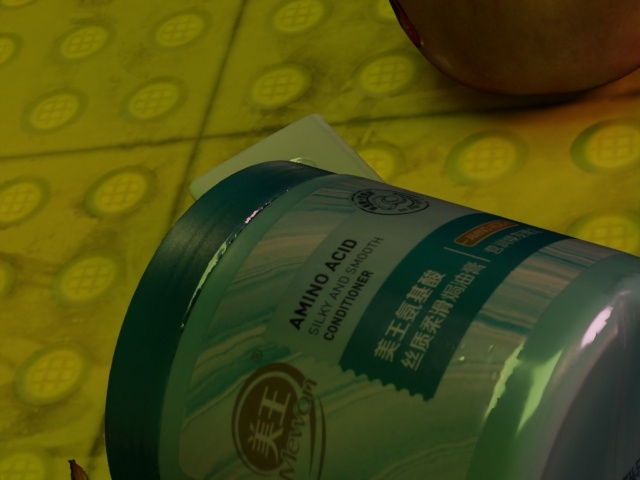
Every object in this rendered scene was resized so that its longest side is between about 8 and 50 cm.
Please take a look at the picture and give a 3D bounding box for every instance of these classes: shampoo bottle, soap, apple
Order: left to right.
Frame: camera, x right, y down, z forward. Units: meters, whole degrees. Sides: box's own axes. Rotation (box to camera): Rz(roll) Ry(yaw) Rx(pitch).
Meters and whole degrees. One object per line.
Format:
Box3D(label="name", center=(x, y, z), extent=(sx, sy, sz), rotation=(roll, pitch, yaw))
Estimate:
Box3D(label="soap", center=(0.000, 0.000, 1.581), extent=(0.160, 0.087, 0.265), rotation=(-30, 42, -9))
Box3D(label="shampoo bottle", center=(0.075, 0.136, 1.229), extent=(0.343, 0.331, 0.331), rotation=(17, 54, 33))
Box3D(label="apple", center=(0.216, -0.318, 1.661), extent=(0.338, 0.305, 0.338), rotation=(-12, 44, 12))

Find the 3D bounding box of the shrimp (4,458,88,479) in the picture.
Box3D(label="shrimp", center=(-0.265, 0.228, 1.501), extent=(0.127, 0.025, 0.091), rotation=(25, 59, 34))
